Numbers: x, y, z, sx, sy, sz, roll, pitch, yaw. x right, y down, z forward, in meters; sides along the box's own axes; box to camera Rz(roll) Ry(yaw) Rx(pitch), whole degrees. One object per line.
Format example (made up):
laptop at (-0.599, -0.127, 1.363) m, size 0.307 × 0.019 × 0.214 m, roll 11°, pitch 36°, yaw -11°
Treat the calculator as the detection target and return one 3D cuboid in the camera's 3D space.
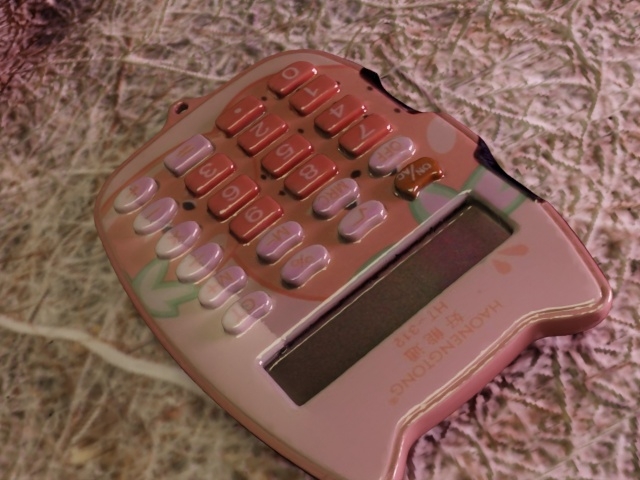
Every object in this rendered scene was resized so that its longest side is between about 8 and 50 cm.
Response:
calculator at (0.000, 0.000, 0.725) m, size 0.220 × 0.048 × 0.329 m, roll -39°, pitch 51°, yaw -9°
